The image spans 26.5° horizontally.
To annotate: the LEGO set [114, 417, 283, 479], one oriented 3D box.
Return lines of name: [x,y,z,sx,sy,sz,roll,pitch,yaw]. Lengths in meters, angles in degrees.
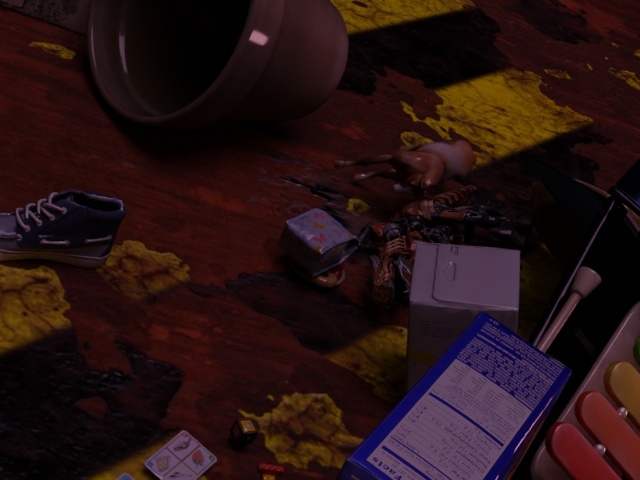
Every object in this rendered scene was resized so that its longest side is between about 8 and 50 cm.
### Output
LEGO set: [-0.096,0.260,1.351,0.182,0.060,0.244,39,34,10]

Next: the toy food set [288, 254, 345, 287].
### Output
toy food set: [-0.005,0.029,1.763,0.082,0.020,0.083,36,34,12]

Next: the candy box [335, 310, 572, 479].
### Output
candy box: [0.092,0.255,1.298,0.122,0.268,0.317,33,33,14]

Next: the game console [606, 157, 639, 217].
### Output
game console: [0.568,-0.025,2.120,0.293,0.173,0.250,44,36,24]

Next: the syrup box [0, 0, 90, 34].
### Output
syrup box: [-0.387,-0.379,1.975,0.237,0.093,0.096,17,34,-17]

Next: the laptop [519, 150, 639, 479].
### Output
laptop: [0.359,0.135,1.723,0.382,0.236,0.408,50,54,-22]

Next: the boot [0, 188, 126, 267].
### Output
boot: [-0.319,-0.025,1.545,0.190,0.086,0.069,6,39,-31]

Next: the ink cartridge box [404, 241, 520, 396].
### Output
ink cartridge box: [0.166,0.109,1.607,0.127,0.176,0.128,4,34,6]

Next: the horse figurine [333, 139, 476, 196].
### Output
horse figurine: [0.147,-0.107,1.951,0.174,0.066,0.263,1,8,38]

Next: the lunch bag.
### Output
lunch bag: [0.000,0.000,1.739,0.071,0.053,0.083,41,44,23]

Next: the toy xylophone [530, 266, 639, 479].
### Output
toy xylophone: [0.324,0.177,1.473,0.236,0.081,0.322,40,69,-26]

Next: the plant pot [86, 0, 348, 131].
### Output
plant pot: [-0.118,-0.292,1.900,0.280,0.323,0.323,13,33,-51]

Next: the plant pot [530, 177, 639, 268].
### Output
plant pot: [0.391,0.004,1.943,0.236,0.236,0.032,37,69,13]

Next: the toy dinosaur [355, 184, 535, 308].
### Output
toy dinosaur: [0.167,-0.003,1.831,0.218,0.164,0.322,17,53,12]
